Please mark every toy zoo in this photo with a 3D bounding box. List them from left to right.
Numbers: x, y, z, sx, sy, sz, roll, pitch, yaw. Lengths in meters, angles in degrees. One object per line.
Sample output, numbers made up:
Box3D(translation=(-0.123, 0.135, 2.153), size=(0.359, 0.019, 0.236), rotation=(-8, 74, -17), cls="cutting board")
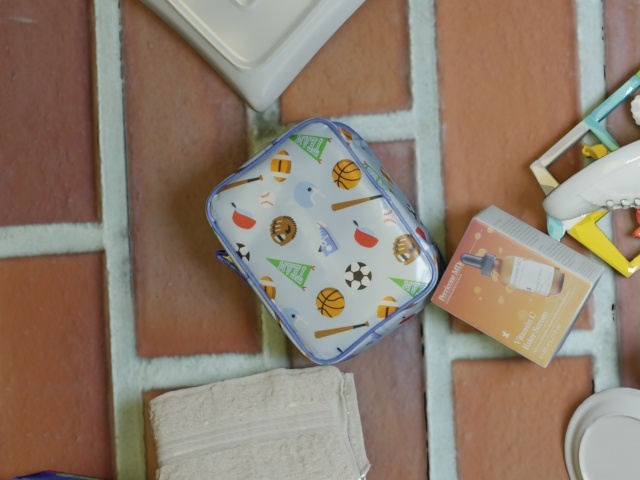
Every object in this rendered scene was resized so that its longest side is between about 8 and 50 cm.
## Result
Box3D(translation=(0.405, -0.089, 1.834), size=(0.293, 0.030, 0.192), rotation=(-42, 80, 10), cls="toy zoo")

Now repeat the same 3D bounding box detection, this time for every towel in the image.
Box3D(translation=(-0.082, 0.264, 1.878), size=(0.282, 0.049, 0.187), rotation=(-12, 55, 2), cls="towel")

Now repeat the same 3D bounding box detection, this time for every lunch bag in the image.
Box3D(translation=(0.000, 0.000, 1.893), size=(0.243, 0.115, 0.303), rotation=(-38, 81, 13), cls="lunch bag")

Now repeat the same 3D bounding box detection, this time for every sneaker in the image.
Box3D(translation=(0.419, -0.066, 1.758), size=(0.290, 0.106, 0.123), rotation=(-23, 81, 11), cls="sneaker")

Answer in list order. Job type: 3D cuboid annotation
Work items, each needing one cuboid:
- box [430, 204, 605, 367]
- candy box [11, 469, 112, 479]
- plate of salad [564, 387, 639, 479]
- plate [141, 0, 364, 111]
Box3D(translation=(0.249, 0.056, 1.824), size=(0.170, 0.091, 0.130), rotation=(30, 111, 13), cls="box")
Box3D(translation=(-0.293, 0.488, 1.947), size=(0.268, 0.122, 0.317), rotation=(8, 91, 15), cls="candy box")
Box3D(translation=(0.395, 0.277, 1.799), size=(0.200, 0.048, 0.199), rotation=(12, 109, 38), cls="plate of salad")
Box3D(translation=(-0.095, -0.355, 1.912), size=(0.277, 0.045, 0.278), rotation=(45, 109, 1), cls="plate")
